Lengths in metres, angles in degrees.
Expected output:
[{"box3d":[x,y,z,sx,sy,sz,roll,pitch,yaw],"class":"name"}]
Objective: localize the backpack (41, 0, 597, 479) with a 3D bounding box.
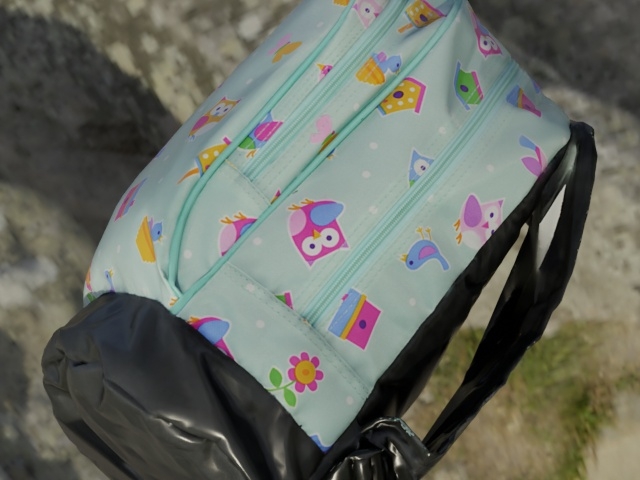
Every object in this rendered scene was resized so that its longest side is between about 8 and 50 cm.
[{"box3d":[0.000,0.000,0.488,0.182,0.115,0.152,-50,16,-19],"class":"backpack"}]
